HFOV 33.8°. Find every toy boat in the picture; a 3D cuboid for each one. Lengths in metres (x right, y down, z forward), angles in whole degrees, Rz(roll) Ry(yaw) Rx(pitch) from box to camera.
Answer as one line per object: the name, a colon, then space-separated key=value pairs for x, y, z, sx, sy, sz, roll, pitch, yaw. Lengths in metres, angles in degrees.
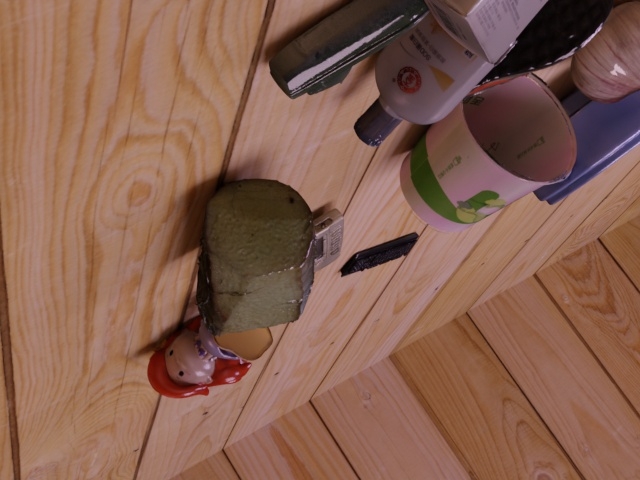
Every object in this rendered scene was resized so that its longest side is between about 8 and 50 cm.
toy boat: x=0.053 y=-0.273 z=1.396 sx=0.260 sy=0.078 sz=0.085 roll=-34 pitch=146 yaw=-6

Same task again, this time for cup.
cup: x=0.290 y=-0.157 z=1.936 sx=0.253 sy=0.253 sz=0.274 roll=-21 pitch=167 yaw=-38

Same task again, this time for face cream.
face cream: x=0.151 y=-0.249 z=1.547 sx=0.291 sy=0.144 sz=0.071 roll=-44 pitch=170 yaw=37

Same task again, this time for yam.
yam: x=-0.110 y=0.020 z=1.711 sx=0.202 sy=0.201 sz=0.271 roll=-9 pitch=163 yaw=-10

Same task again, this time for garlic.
garlic: x=0.607 y=-0.325 z=2.016 sx=0.245 sy=0.253 sz=0.245 roll=-24 pitch=167 yaw=-6

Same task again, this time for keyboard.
keyboard: x=0.144 y=0.037 z=2.538 sx=0.230 sy=0.025 sz=0.093 roll=-18 pitch=155 yaw=-42

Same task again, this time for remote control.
remote control: x=0.001 y=0.001 z=2.118 sx=0.090 sy=0.049 sz=0.230 roll=-30 pitch=164 yaw=-11

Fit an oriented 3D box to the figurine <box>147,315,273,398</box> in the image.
figurine: x=-0.216 y=0.219 z=2.125 sx=0.257 sy=0.181 sz=0.208 roll=-40 pitch=-167 yaw=42

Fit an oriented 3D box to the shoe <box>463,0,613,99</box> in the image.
shoe: x=0.296 y=-0.304 z=1.640 sx=0.336 sy=0.132 sz=0.171 roll=-24 pitch=176 yaw=15

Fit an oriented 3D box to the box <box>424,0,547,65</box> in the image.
box: x=0.258 y=-0.388 z=1.312 sx=0.299 sy=0.106 sz=0.200 roll=-50 pitch=161 yaw=6

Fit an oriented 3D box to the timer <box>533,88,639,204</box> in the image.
timer: x=0.582 y=-0.238 z=2.296 sx=0.395 sy=0.173 sz=0.395 roll=-36 pitch=177 yaw=-2
